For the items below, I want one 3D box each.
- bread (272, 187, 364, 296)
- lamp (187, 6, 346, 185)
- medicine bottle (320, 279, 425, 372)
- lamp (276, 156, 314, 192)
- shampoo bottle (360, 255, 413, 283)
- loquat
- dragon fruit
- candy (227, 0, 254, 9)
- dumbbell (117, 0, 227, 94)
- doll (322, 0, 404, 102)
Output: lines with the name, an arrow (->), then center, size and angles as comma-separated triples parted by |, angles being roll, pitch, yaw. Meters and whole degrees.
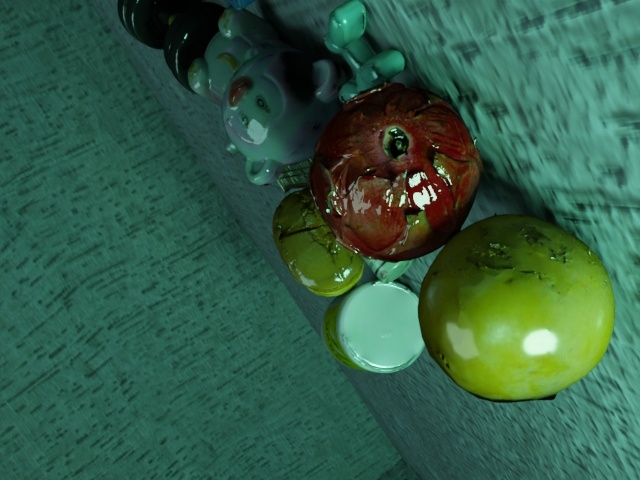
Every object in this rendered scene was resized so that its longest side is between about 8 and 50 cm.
bread -> 0.000, 0.000, 1.477 | 0.142, 0.196, 0.269 | 65, -178, -64
lamp -> -0.082, -0.253, 1.153 | 0.247, 0.247, 0.301 | 21, -156, -48
medicine bottle -> 0.118, 0.218, 1.609 | 0.213, 0.214, 0.378 | 53, 168, 3
lamp -> -0.029, -0.165, 1.405 | 0.089, 0.090, 0.325 | 57, 166, -13
shampoo bottle -> 0.083, -0.030, 1.364 | 0.262, 0.085, 0.085 | 50, 167, 19
loquat -> 0.232, 0.082, 0.780 | 0.235, 0.235, 0.235 | 50, 167, 16
dragon fruit -> 0.097, -0.085, 0.851 | 0.241, 0.241, 0.252 | 49, 151, 20
candy -> -0.193, -0.516, 1.031 | 0.306, 0.100, 0.157 | 45, 166, 32
dumbbell -> -0.291, -0.453, 1.371 | 0.388, 0.185, 0.185 | 45, 165, 32
doll -> 0.060, -0.245, 0.922 | 0.159, 0.059, 0.158 | 53, 166, -3
